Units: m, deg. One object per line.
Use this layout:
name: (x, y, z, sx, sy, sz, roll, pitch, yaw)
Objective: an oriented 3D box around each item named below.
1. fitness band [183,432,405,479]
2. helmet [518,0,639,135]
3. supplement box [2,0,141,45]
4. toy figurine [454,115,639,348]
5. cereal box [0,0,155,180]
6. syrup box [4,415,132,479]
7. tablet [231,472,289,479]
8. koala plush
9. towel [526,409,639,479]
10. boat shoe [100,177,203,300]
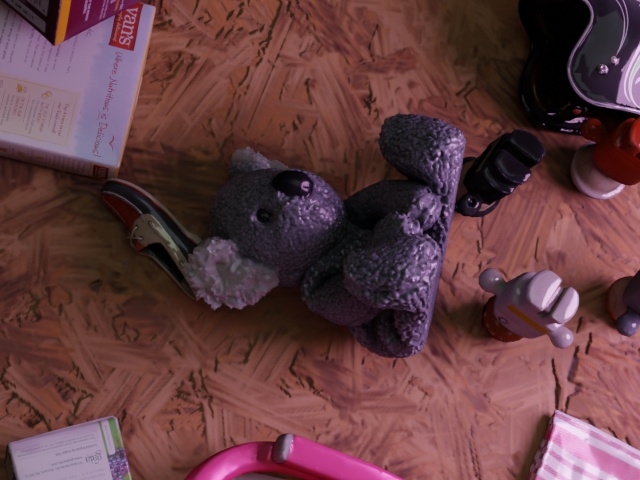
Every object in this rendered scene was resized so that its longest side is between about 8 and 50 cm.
fitness band: (0.001, 0.288, 1.299, 0.291, 0.054, 0.209, 24, 67, -14)
helmet: (0.273, -0.191, 1.470, 0.170, 0.169, 0.161, 9, 80, -10)
supplement box: (-0.205, -0.269, 1.390, 0.104, 0.080, 0.188, 41, 50, 17)
toy figurine: (0.233, -0.006, 1.417, 0.213, 0.148, 0.209, -9, 81, -17)
cereal box: (-0.285, -0.163, 1.394, 0.240, 0.047, 0.173, 14, 68, -9)
syrup box: (-0.190, 0.276, 1.256, 0.096, 0.093, 0.236, -13, 76, -16)
tablet: (-0.070, 0.231, 1.343, 0.083, 0.006, 0.054, 14, 70, -9)
koala plush: (0.000, 0.000, 1.350, 0.221, 0.203, 0.196, 11, 55, 6)
towel: (0.246, 0.270, 1.389, 0.144, 0.029, 0.197, 27, 69, -4)
boat shoe: (-0.149, -0.002, 1.376, 0.137, 0.049, 0.043, 41, 66, -5)
